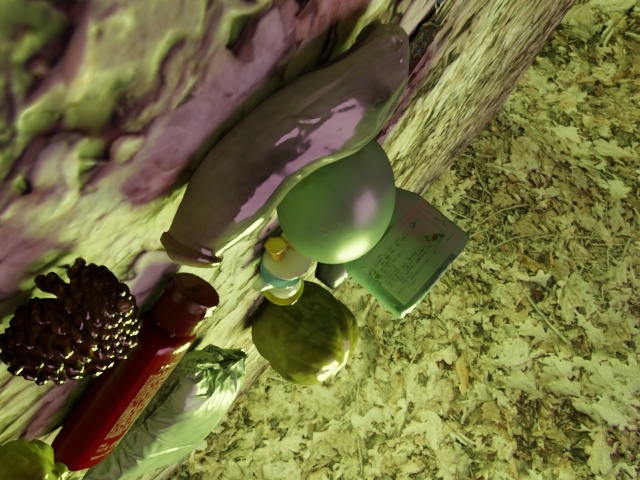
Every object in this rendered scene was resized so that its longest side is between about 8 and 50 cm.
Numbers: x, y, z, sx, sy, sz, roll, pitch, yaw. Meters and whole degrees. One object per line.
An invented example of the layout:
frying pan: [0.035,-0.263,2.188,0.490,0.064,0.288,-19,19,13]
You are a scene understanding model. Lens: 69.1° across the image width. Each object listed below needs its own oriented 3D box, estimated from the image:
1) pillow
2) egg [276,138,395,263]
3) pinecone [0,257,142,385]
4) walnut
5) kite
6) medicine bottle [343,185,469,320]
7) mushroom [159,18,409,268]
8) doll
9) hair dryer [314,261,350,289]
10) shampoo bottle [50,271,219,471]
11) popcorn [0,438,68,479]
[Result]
pillow: [-0.283,0.334,0.905,0.310,0.138,0.283,-49,165,5]
egg: [0.020,-0.061,0.655,0.168,0.168,0.231,-44,162,-24]
pinecone: [-0.212,0.073,0.394,0.109,0.102,0.102,-34,166,-18]
walnut: [-0.040,0.253,1.283,0.253,0.276,0.282,-53,159,-6]
kite: [0.188,-0.351,0.737,0.285,0.015,0.152,-50,173,20]
medicine bottle: [0.145,-0.006,1.046,0.245,0.290,0.245,-48,169,-12]
mushroom: [-0.030,-0.107,0.496,0.351,0.097,0.109,-43,147,-12]
doll: [-0.071,0.062,0.926,0.241,0.098,0.135,113,-2,-63]
hair dryer: [0.080,0.018,1.480,0.301,0.121,0.361,-56,180,-10]
shampoo bottle: [-0.255,0.182,0.646,0.314,0.076,0.118,-52,168,15]
popcorn: [-0.328,0.348,0.478,0.237,0.251,0.206,-44,175,-5]
